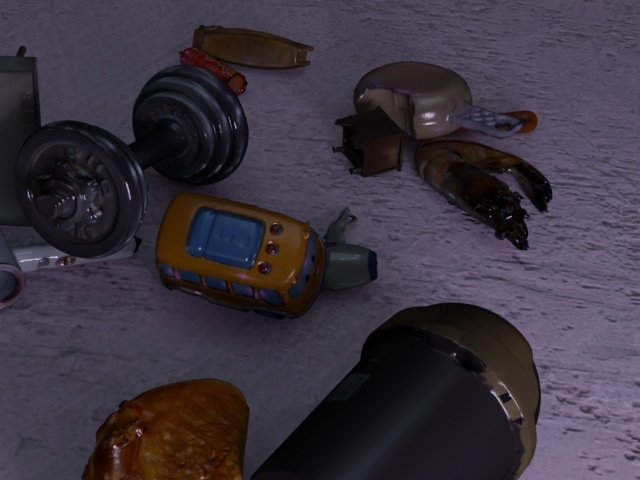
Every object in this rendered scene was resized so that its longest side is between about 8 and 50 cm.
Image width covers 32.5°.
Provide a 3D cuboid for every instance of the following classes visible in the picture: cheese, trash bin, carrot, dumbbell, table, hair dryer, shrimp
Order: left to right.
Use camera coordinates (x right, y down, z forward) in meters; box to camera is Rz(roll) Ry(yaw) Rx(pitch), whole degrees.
[{"bbox_3d":[-0.426,-0.146,1.443,0.122,0.240,0.111,1,39,-9],"label":"table"},{"bbox_3d":[-0.345,0.009,1.403,0.236,0.073,0.131,-11,40,-25],"label":"hair dryer"},{"bbox_3d":[-0.237,-0.111,1.438,0.179,0.179,0.406,21,29,16],"label":"dumbbell"},{"bbox_3d":[-0.018,0.006,1.480,0.167,0.067,0.199,-6,29,-8],"label":"hair dryer"},{"bbox_3d":[0.070,-0.147,1.666,0.082,0.070,0.083,-15,44,-21],"label":"table"},{"bbox_3d":[0.099,0.199,1.121,0.214,0.214,0.334,28,48,24],"label":"trash bin"},{"bbox_3d":[0.184,-0.207,1.703,0.163,0.082,0.286,-30,38,-32],"label":"cheese"},{"bbox_3d":[0.260,-0.191,1.777,0.190,0.037,0.037,-2,39,-11],"label":"carrot"},{"bbox_3d":[0.261,-0.079,1.620,0.178,0.075,0.289,-11,29,-26],"label":"shrimp"}]

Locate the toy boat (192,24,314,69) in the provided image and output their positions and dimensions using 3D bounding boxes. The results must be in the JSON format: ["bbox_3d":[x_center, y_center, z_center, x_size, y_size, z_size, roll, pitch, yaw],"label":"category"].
[{"bbox_3d":[-0.116,-0.329,1.876,0.206,0.064,0.072,10,20,0],"label":"toy boat"}]

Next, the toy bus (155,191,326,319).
[{"bbox_3d":[-0.101,0.013,1.349,0.209,0.136,0.126,14,76,9],"label":"toy bus"}]

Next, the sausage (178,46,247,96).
[{"bbox_3d":[-0.185,-0.284,1.819,0.050,0.048,0.145,-23,45,-40],"label":"sausage"}]

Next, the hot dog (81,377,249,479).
[{"bbox_3d":[-0.159,0.245,1.073,0.153,0.150,0.256,12,38,-8],"label":"hot dog"}]
